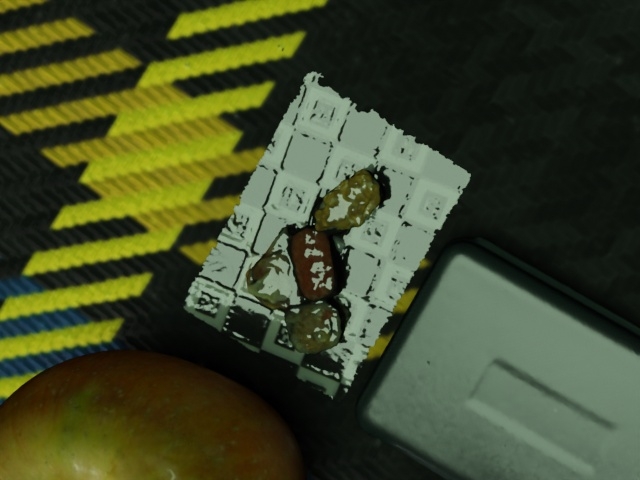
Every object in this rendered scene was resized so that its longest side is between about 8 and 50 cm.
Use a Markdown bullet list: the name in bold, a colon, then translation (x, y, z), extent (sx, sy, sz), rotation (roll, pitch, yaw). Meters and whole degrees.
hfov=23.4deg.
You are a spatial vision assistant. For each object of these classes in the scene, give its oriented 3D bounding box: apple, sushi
- **apple**: translation (-0.121, 0.175, 1.062), extent (0.235, 0.173, 0.210), rotation (28, 107, 16)
- **sushi**: translation (0.000, 0.000, 1.079), extent (0.139, 0.031, 0.201), rotation (30, 103, 7)

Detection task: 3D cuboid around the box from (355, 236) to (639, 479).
- **box**: translation (0.154, 0.113, 1.052), extent (0.230, 0.050, 0.160), rotation (30, 103, 7)
